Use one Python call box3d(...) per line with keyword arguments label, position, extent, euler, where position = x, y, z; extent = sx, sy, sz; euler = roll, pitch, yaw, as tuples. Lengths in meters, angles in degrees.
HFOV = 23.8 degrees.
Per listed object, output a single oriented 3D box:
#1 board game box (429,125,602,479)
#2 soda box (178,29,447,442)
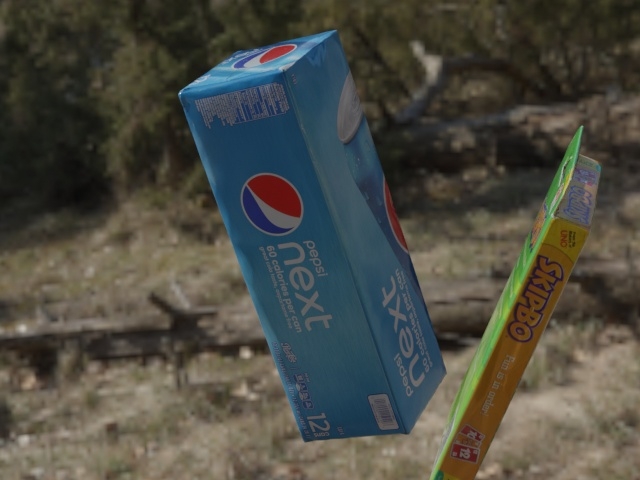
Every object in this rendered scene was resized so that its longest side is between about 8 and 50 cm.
box3d(label="board game box", position=(0.142, 0.052, 1.079), extent=(0.039, 0.259, 0.124), euler=(20, 27, 5))
box3d(label="soda box", position=(0.000, 0.000, 0.816), extent=(0.067, 0.210, 0.071), euler=(-8, 20, 28))
